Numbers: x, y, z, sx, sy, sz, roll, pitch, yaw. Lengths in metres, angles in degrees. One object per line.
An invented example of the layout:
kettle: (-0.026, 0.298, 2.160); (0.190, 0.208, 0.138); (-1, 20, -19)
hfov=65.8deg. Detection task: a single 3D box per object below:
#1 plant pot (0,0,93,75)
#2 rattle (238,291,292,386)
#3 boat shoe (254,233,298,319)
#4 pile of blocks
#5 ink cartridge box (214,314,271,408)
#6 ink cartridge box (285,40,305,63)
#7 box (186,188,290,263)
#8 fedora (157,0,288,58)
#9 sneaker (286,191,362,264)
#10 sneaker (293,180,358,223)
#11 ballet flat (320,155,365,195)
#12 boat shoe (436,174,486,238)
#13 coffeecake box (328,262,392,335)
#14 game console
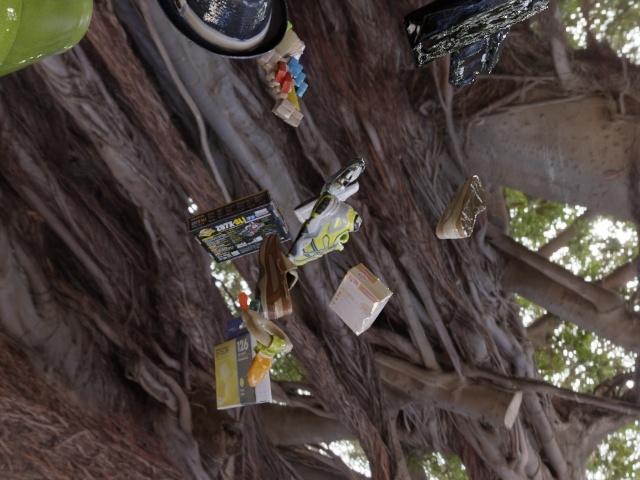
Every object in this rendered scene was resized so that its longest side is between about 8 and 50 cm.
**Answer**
plant pot: (-0.576, -0.428, 0.812); (0.367, 0.366, 0.353); (-16, -163, 14)
rattle: (-0.177, 0.249, 1.275); (0.200, 0.130, 0.142); (37, -69, 28)
boat shoe: (-0.127, 0.111, 1.506); (0.120, 0.122, 0.323); (-3, -135, 1)
pile of blocks: (-0.101, -0.504, 1.400); (0.149, 0.361, 0.112); (-23, -161, -11)
ink cartridge box: (-0.275, 0.403, 1.680); (0.304, 0.072, 0.307); (-31, -118, 51)
ink cartridge box: (-0.116, -0.664, 1.888); (0.181, 0.056, 0.224); (-58, -156, 26)
box: (-0.302, -0.046, 1.890); (0.322, 0.257, 0.079); (-19, -126, 5)
fedora: (-0.191, -0.562, 1.041); (0.334, 0.334, 0.152); (-53, -168, -27)
sneaker: (0.000, 0.000, 1.568); (0.147, 0.384, 0.145); (27, -119, -7)
sneaker: (0.042, -0.143, 2.029); (0.290, 0.123, 0.106); (-25, -164, 18)
ballet flat: (0.076, -0.203, 1.656); (0.188, 0.070, 0.070); (-48, -141, 10)
boat shoe: (0.439, -0.106, 1.546); (0.098, 0.109, 0.302); (-15, -152, 40)
coffeecake box: (0.125, 0.189, 1.581); (0.068, 0.185, 0.142); (-26, -118, -42)
game console: (0.252, -0.331, 0.826); (0.213, 0.361, 0.043); (-21, -95, 12)
